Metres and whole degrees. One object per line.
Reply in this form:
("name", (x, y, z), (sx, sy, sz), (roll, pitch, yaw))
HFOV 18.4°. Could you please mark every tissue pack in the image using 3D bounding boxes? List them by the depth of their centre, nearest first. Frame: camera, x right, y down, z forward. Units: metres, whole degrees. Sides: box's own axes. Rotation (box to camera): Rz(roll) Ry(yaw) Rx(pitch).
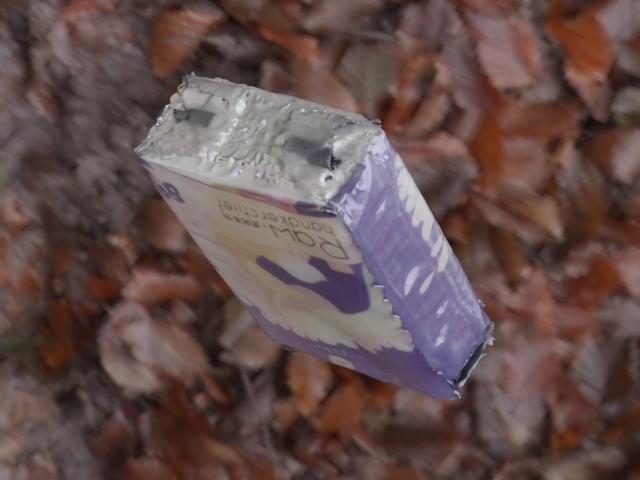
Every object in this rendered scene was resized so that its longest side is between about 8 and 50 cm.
("tissue pack", (0.000, 0.000, 1.858), (0.125, 0.242, 0.344), (-59, 143, -19))
